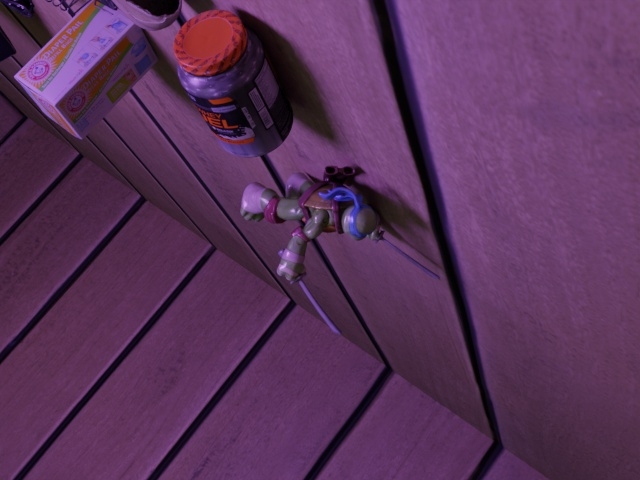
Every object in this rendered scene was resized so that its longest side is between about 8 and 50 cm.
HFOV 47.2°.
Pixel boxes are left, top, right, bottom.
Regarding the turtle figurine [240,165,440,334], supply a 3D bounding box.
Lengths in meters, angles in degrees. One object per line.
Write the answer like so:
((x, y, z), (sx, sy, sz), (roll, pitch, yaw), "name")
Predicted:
((0.000, 0.000, 1.187), (0.266, 0.198, 0.274), (30, 162, 49), "turtle figurine")

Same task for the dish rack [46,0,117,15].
((-0.449, -0.450, 1.159), (0.271, 0.074, 0.208), (32, 166, 29), "dish rack")

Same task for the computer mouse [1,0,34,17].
((-0.583, -0.468, 1.174), (0.184, 0.060, 0.262), (26, 174, 18), "computer mouse")

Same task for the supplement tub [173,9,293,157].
((-0.114, -0.204, 0.969), (0.117, 0.117, 0.190), (32, 166, 28), "supplement tub")

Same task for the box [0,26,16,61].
((-0.841, -0.544, 1.515), (0.312, 0.179, 0.343), (55, 171, 13), "box")

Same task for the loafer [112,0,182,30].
((-0.262, -0.364, 0.892), (0.268, 0.102, 0.092), (37, 170, -40), "loafer")

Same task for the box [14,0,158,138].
((-0.395, -0.294, 1.248), (0.103, 0.203, 0.114), (35, 167, 19), "box")
